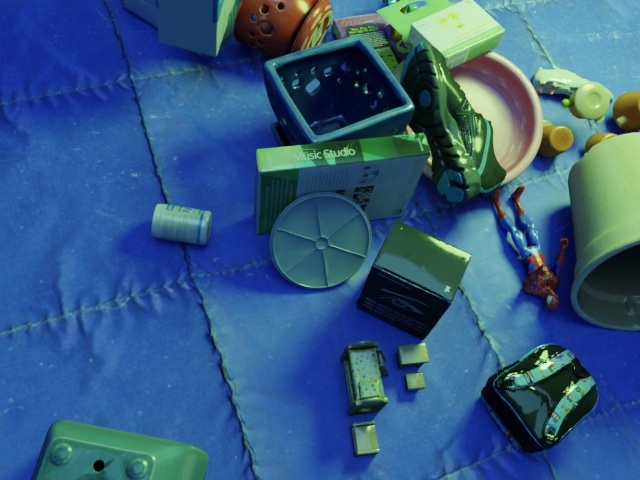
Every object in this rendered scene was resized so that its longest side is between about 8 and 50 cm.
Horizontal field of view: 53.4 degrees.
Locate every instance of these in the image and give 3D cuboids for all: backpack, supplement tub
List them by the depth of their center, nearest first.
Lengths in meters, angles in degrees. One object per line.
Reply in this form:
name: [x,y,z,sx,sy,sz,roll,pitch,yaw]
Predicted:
backpack: [0.403,0.280,1.159,0.173,0.117,0.158,-31,71,-20]
supplement tub: [-0.272,-0.032,1.256,0.107,0.071,0.071,9,62,-4]

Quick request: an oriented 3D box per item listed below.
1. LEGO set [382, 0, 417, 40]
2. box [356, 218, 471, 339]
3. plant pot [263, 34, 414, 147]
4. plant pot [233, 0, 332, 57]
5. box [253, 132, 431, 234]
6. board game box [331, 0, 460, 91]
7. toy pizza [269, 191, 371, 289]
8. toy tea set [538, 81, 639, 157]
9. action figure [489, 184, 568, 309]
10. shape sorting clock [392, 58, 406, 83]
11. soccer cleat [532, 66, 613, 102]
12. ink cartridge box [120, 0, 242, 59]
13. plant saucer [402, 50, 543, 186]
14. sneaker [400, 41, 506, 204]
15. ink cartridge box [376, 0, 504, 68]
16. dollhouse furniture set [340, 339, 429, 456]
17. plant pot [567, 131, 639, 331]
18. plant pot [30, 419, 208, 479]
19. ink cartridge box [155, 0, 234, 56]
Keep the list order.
LEGO set: [0.206,-0.561,1.528,0.087,0.093,0.227,-6,64,-11]
box: [0.167,0.078,1.181,0.153,0.207,0.108,26,63,6]
plant pot: [0.028,-0.248,1.320,0.236,0.212,0.235,-21,61,-17]
plant pot: [-0.082,-0.505,1.461,0.174,0.191,0.191,32,63,2]
box: [0.031,-0.107,1.244,0.322,0.232,0.058,-8,63,-12]
board game box: [0.222,-0.481,1.567,0.347,0.056,0.208,-13,70,-14]
toy pizza: [0.000,0.000,1.237,0.202,0.201,0.032,-6,21,-10]
toy tea set: [0.653,-0.265,1.497,0.336,0.124,0.199,5,92,-9]
action figure: [0.442,0.001,1.302,0.092,0.139,0.280,-10,67,-11]
shape sorting clock: [0.255,-0.336,1.481,0.206,0.040,0.206,1,77,-5]
soccer cleat: [0.620,-0.380,1.557,0.196,0.068,0.076,15,59,4]
ink cartridge box: [-0.257,-0.661,1.534,0.270,0.151,0.395,35,66,9]
plant saucer: [0.320,-0.262,1.410,0.333,0.084,0.331,1,79,-7]
sneaker: [0.270,-0.244,1.313,0.140,0.125,0.340,-16,87,-28]
ink cartridge box: [0.260,-0.484,1.400,0.171,0.056,0.235,-28,66,-18]
dollhouse furniture set: [0.132,0.275,1.135,0.161,0.101,0.181,-4,64,-10]
plant pot: [0.637,-0.034,1.266,0.334,0.333,0.305,5,51,-5]
plant pot: [-0.318,0.394,0.931,0.248,0.252,0.247,11,63,-1]
ink cartridge box: [-0.229,-0.571,1.289,0.129,0.223,0.307,13,64,-4]
